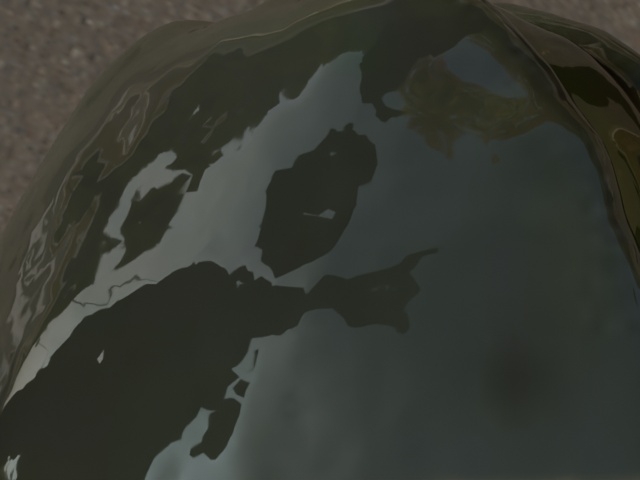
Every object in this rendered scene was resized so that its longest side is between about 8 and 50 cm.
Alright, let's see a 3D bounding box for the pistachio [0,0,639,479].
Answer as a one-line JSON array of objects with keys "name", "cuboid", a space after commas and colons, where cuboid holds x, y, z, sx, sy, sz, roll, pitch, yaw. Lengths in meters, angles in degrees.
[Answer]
[{"name": "pistachio", "cuboid": [0.005, 0.129, 0.614, 0.365, 0.281, 0.445, 22, 108, 52]}]
